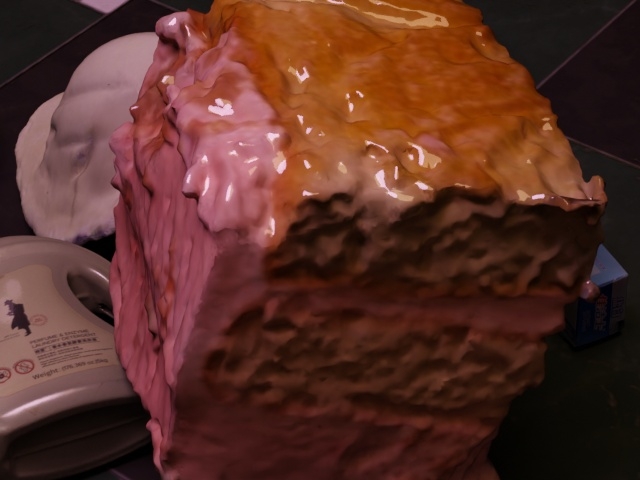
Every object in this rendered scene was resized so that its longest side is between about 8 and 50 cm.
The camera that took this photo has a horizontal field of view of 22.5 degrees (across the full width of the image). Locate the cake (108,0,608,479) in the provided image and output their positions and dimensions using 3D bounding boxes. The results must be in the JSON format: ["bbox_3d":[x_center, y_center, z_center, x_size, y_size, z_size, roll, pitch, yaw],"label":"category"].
[{"bbox_3d":[0.000,0.000,1.163,0.293,0.306,0.314,3,37,-17],"label":"cake"}]

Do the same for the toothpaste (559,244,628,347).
[{"bbox_3d":[0.171,-0.020,1.384,0.053,0.066,0.272,-19,43,-14],"label":"toothpaste"}]

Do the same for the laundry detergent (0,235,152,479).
[{"bbox_3d":[-0.232,0.076,1.301,0.181,0.091,0.253,-16,42,-18],"label":"laundry detergent"}]

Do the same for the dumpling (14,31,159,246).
[{"bbox_3d":[-0.167,-0.073,1.437,0.175,0.243,0.227,38,62,-14],"label":"dumpling"}]
